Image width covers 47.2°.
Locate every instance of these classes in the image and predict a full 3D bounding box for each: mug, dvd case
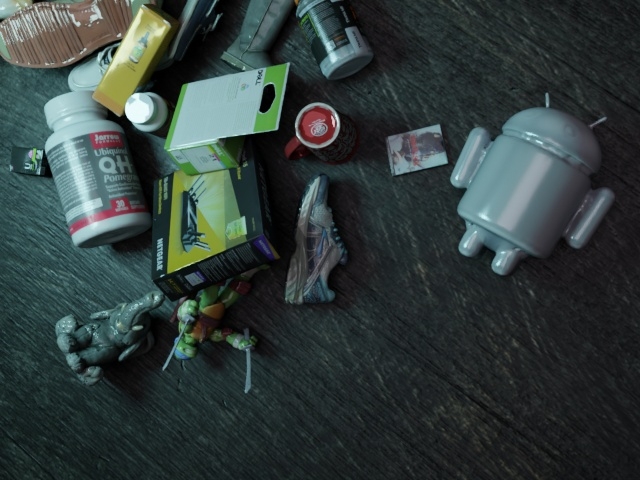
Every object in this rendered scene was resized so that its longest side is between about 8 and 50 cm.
[{"bbox_3d":[0.002,-0.207,1.504,0.113,0.169,0.150,39,96,10],"label":"mug"},{"bbox_3d":[0.202,-0.189,1.540,0.120,0.013,0.087,-11,87,13],"label":"dvd case"}]

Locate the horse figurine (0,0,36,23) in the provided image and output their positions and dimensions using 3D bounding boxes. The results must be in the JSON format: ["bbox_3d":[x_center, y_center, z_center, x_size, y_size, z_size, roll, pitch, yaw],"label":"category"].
[{"bbox_3d":[-0.733,-0.523,1.724,0.263,0.066,0.174,-22,90,9],"label":"horse figurine"}]

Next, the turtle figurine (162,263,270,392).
[{"bbox_3d":[-0.196,0.156,1.524,0.198,0.275,0.266,26,88,-16],"label":"turtle figurine"}]

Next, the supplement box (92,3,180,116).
[{"bbox_3d":[-0.390,-0.382,1.554,0.078,0.080,0.233,35,113,-4],"label":"supplement box"}]

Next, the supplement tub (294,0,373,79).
[{"bbox_3d":[0.023,-0.444,1.531,0.117,0.117,0.190,-25,85,11],"label":"supplement tub"}]

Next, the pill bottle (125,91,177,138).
[{"bbox_3d":[-0.360,-0.273,1.592,0.086,0.152,0.086,0,89,12],"label":"pill bottle"}]

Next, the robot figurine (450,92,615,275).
[{"bbox_3d":[0.398,-0.104,1.400,0.300,0.200,0.353,31,96,15],"label":"robot figurine"}]

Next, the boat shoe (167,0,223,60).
[{"bbox_3d":[-0.259,-0.502,1.604,0.079,0.095,0.254,26,80,-29],"label":"boat shoe"}]

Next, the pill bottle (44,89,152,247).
[{"bbox_3d":[-0.498,-0.157,1.607,0.176,0.176,0.318,-20,85,11],"label":"pill bottle"}]

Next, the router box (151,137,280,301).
[{"bbox_3d":[-0.222,-0.049,1.506,0.243,0.081,0.308,-23,44,10],"label":"router box"}]

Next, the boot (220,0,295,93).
[{"bbox_3d":[-0.102,-0.446,1.589,0.190,0.076,0.208,32,89,9],"label":"boot"}]

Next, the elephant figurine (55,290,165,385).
[{"bbox_3d":[-0.439,0.203,1.608,0.240,0.186,0.169,-30,119,-15],"label":"elephant figurine"}]

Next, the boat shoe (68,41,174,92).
[{"bbox_3d":[-0.459,-0.397,1.649,0.268,0.088,0.096,-12,87,12],"label":"boat shoe"}]

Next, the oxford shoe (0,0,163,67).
[{"bbox_3d":[-0.534,-0.483,1.647,0.397,0.146,0.140,-10,113,10],"label":"oxford shoe"}]

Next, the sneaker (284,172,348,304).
[{"bbox_3d":[0.000,0.000,1.549,0.122,0.110,0.282,9,93,-5],"label":"sneaker"}]

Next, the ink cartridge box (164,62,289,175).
[{"bbox_3d":[-0.175,-0.250,1.520,0.255,0.097,0.188,-6,55,21],"label":"ink cartridge box"}]

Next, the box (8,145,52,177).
[{"bbox_3d":[-0.674,-0.183,1.709,0.083,0.052,0.062,8,89,13],"label":"box"}]
